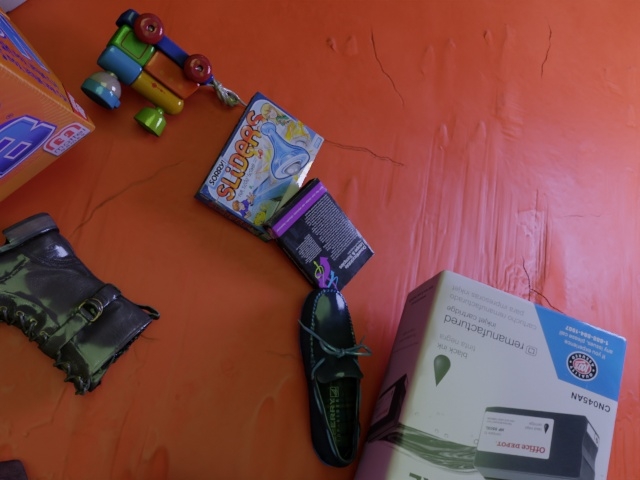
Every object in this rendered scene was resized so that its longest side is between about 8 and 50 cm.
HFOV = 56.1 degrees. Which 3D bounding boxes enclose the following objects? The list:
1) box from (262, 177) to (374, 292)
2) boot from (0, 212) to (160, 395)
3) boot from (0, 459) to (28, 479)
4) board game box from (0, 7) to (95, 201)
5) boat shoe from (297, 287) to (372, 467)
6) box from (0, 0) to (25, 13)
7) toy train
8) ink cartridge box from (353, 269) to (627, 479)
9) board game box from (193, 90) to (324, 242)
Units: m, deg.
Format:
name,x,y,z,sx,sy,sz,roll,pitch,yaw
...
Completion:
name,x,y,z,sx,sy,sz,roll,pitch,yaw
box,0.000,0.000,0.945,0.116,0.029,0.162,-45,107,-24
boot,-0.370,0.108,0.769,0.263,0.091,0.229,-41,90,-27
boot,-0.458,0.276,0.688,0.206,0.248,0.090,9,114,-47
board game box,-0.528,-0.179,0.595,0.356,0.356,0.356,-39,90,-3
boat shoe,0.032,0.194,0.878,0.109,0.089,0.258,-7,82,-20
box,-0.483,-0.404,0.874,0.113,0.094,0.275,43,65,-3
toy train,-0.227,-0.218,0.922,0.248,0.105,0.143,36,81,-32
ink cartridge box,0.221,0.282,0.824,0.285,0.166,0.395,20,70,-3
board game box,-0.093,-0.117,0.951,0.136,0.035,0.201,32,67,-19
